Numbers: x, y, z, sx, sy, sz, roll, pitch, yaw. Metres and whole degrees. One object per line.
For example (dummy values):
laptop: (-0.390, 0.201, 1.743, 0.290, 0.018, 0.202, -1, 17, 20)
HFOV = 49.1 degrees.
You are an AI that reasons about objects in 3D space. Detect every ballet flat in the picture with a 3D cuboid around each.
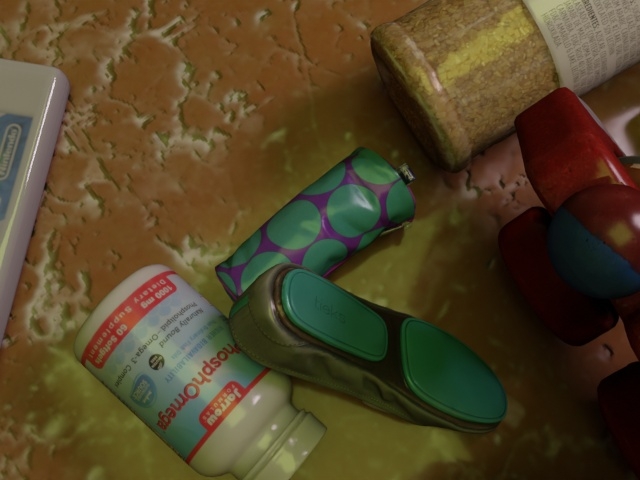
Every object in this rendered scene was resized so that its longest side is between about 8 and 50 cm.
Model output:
ballet flat: (0.034, 0.079, 0.471, 0.213, 0.068, 0.072, 30, 46, -27)

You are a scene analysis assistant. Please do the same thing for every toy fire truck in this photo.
toy fire truck: (0.205, 0.041, 0.376, 0.169, 0.254, 0.302, -36, 77, 23)

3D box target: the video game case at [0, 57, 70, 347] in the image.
video game case: (-0.368, 0.004, 0.504, 0.299, 0.036, 0.329, 9, 76, 1)

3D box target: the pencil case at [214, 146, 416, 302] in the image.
pencil case: (0.000, 0.000, 0.500, 0.151, 0.064, 0.070, -40, 84, -10)

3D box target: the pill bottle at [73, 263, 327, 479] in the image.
pill bottle: (-0.077, 0.096, 0.463, 0.160, 0.087, 0.087, 40, 78, 8)

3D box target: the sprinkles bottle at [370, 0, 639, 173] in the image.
sprinkles bottle: (0.212, -0.185, 0.487, 0.355, 0.121, 0.121, -31, 79, 4)
